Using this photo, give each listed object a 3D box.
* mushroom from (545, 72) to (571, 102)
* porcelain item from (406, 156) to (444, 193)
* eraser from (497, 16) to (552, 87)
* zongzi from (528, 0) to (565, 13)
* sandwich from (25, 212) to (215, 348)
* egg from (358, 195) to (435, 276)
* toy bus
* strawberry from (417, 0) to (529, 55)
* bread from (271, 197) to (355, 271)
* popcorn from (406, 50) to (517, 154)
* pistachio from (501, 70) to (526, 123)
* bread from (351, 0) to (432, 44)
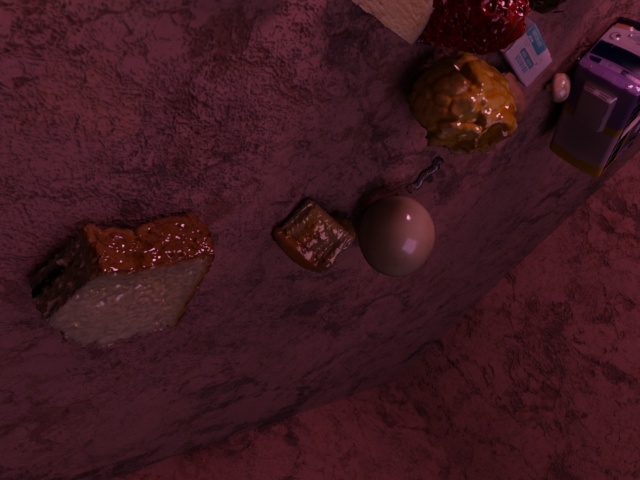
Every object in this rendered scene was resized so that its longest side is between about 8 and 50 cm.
[{"bbox_3d":[0.694,-0.445,1.643,0.067,0.084,0.083,0,168,27],"label":"mushroom"},{"bbox_3d":[0.315,-0.185,1.656,0.136,0.021,0.075,-45,153,16],"label":"porcelain item"},{"bbox_3d":[0.503,-0.465,1.395,0.096,0.052,0.225,-48,151,17],"label":"eraser"},{"bbox_3d":[0.532,-0.605,1.155,0.241,0.111,0.248,-40,159,-8],"label":"zongzi"},{"bbox_3d":[-0.394,0.083,1.108,0.325,0.131,0.262,-11,145,-46],"label":"sandwich"},{"bbox_3d":[0.214,-0.013,1.592,0.219,0.219,0.269,-28,153,-18],"label":"egg"},{"bbox_3d":[0.872,-0.418,1.716,0.249,0.209,0.440,-42,154,-13],"label":"toy bus"},{"bbox_3d":[0.294,-0.433,1.063,0.233,0.178,0.234,-22,146,-16],"label":"strawberry"},{"bbox_3d":[0.007,0.007,1.466,0.174,0.133,0.251,-44,152,11],"label":"bread"},{"bbox_3d":[0.307,-0.293,1.256,0.225,0.250,0.249,-33,160,34],"label":"popcorn"},{"bbox_3d":[0.472,-0.359,1.461,0.136,0.136,0.226,-46,158,19],"label":"pistachio"},{"bbox_3d":[0.136,-0.435,0.993,0.192,0.036,0.112,14,127,-44],"label":"bread"}]
